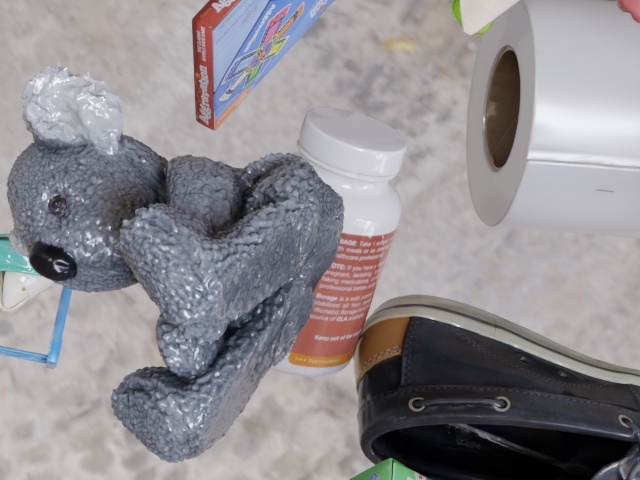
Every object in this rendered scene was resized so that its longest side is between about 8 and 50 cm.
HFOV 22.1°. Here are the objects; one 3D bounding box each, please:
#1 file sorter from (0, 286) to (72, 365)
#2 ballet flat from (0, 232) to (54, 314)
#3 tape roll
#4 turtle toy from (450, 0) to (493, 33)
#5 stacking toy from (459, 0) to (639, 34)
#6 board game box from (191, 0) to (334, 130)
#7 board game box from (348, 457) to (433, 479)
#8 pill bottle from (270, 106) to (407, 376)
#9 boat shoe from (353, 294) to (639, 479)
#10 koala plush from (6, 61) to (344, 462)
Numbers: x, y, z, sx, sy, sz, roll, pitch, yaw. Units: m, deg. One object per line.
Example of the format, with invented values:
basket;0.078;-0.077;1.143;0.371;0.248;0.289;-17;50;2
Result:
file sorter;-0.324;0.069;1.775;0.104;0.170;0.118;13;82;-8
ballet flat;-0.338;0.031;1.627;0.247;0.083;0.087;2;82;-8
tape roll;0.263;-0.128;1.687;0.169;0.246;0.246;4;109;-11
turtle toy;0.149;-0.258;1.551;0.095;0.066;0.130;-43;129;-49
stacking toy;0.181;-0.288;1.119;0.279;0.130;0.309;-16;96;16
board game box;-0.032;-0.244;1.584;0.281;0.027;0.145;-51;159;-31
board game box;0.096;0.311;0.960;0.213;0.317;0.046;29;139;-27
pill bottle;0.000;0.000;1.421;0.121;0.121;0.216;8;115;-25
boat shoe;0.259;0.201;1.465;0.500;0.156;0.187;19;138;-3
koala plush;-0.119;-0.005;1.110;0.203;0.221;0.196;-46;155;-42
